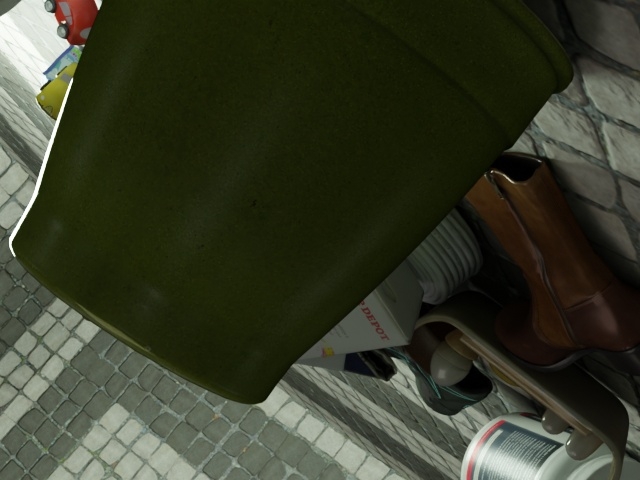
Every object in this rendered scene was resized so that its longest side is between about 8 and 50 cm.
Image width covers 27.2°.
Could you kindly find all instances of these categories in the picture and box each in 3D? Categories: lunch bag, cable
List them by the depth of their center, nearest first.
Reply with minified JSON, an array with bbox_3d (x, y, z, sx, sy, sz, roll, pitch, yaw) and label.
[{"bbox_3d":[0.077,-0.027,1.601,0.257,0.089,0.257,36,166,20],"label":"cable"},{"bbox_3d":[-0.396,-0.241,2.229,0.129,0.096,0.151,39,157,3],"label":"lunch bag"}]

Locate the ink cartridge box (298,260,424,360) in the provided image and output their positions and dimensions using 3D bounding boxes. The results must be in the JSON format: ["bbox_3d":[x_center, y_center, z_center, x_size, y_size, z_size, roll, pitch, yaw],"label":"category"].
[{"bbox_3d":[-0.009,0.055,1.526,0.212,0.093,0.154,-10,131,32],"label":"ink cartridge box"}]

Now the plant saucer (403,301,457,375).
[{"bbox_3d":[0.137,0.093,1.775,0.198,0.036,0.199,48,-157,-28],"label":"plant saucer"}]

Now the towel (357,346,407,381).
[{"bbox_3d":[0.000,0.000,1.752,0.312,0.056,0.324,50,-167,-30],"label":"towel"}]

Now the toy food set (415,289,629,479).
[{"bbox_3d":[0.245,0.182,1.616,0.306,0.092,0.220,38,-166,10],"label":"toy food set"}]

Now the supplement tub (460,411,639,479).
[{"bbox_3d":[0.347,0.367,1.919,0.191,0.191,0.272,46,166,-22],"label":"supplement tub"}]

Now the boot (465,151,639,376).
[{"bbox_3d":[0.211,0.026,1.389,0.280,0.096,0.264,47,166,-22],"label":"boot"}]

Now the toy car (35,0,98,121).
[{"bbox_3d":[-0.290,-0.249,1.875,0.225,0.239,0.053,20,141,-33],"label":"toy car"}]

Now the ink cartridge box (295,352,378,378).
[{"bbox_3d":[-0.078,0.054,1.788,0.307,0.072,0.304,11,-153,-27],"label":"ink cartridge box"}]

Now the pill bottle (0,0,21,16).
[{"bbox_3d":[-0.496,-0.446,1.535,0.229,0.229,0.408,34,165,28],"label":"pill bottle"}]

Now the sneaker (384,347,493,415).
[{"bbox_3d":[0.161,0.157,2.031,0.267,0.101,0.106,46,144,-18],"label":"sneaker"}]

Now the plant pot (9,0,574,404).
[{"bbox_3d":[-0.052,-0.076,1.039,0.366,0.353,0.366,33,180,0],"label":"plant pot"}]
